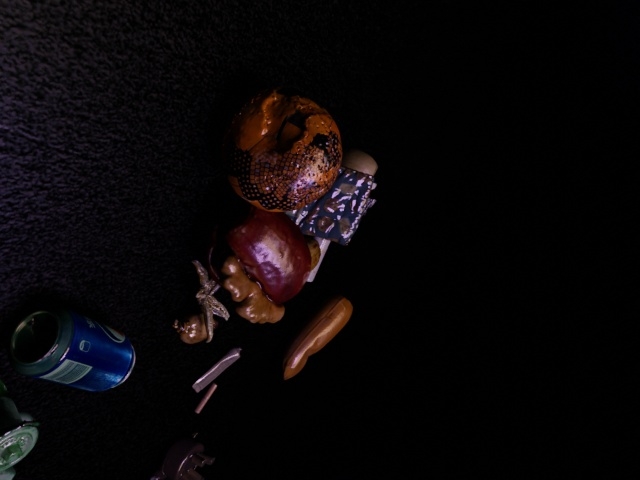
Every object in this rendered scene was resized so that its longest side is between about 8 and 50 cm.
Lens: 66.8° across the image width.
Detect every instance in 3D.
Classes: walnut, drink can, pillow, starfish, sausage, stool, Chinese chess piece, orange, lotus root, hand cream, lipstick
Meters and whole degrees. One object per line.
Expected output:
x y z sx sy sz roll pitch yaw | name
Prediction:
-0.147 0.051 1.052 0.269 0.222 0.244 49 49 -48 | walnut
-0.411 0.188 0.821 0.118 0.118 0.205 -53 155 -14 | drink can
-0.019 -0.101 1.117 0.034 0.256 0.189 -95 -156 -68 | pillow
-0.250 0.141 1.101 0.208 0.053 0.176 51 34 -64 | starfish
-0.027 0.340 1.723 0.354 0.116 0.134 -44 166 -23 | sausage
-0.399 0.649 1.368 0.217 0.121 0.125 -46 155 -37 | stool
0.052 -0.120 1.265 0.249 0.103 0.250 -61 -178 4 | Chinese chess piece
-0.074 -0.167 0.919 0.234 0.234 0.182 -59 172 -1 | orange
-0.082 0.058 1.326 0.258 0.097 0.110 -21 139 -48 | lotus root
-0.288 0.359 1.360 0.165 0.037 0.057 -40 151 -21 | hand cream
-0.292 0.200 1.122 0.152 0.063 0.072 25 84 -67 | lotus root
-0.328 0.450 1.389 0.094 0.019 0.019 -56 155 -7 | lipstick
0.000 0.000 1.454 0.059 0.059 0.264 -7 123 -60 | lipstick

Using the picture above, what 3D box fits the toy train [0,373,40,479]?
-0.538 0.296 0.670 0.202 0.145 0.266 -53 154 -6 | toy train

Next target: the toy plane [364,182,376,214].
0.092 -0.103 1.489 0.160 0.082 0.234 18 102 -38 | toy plane
